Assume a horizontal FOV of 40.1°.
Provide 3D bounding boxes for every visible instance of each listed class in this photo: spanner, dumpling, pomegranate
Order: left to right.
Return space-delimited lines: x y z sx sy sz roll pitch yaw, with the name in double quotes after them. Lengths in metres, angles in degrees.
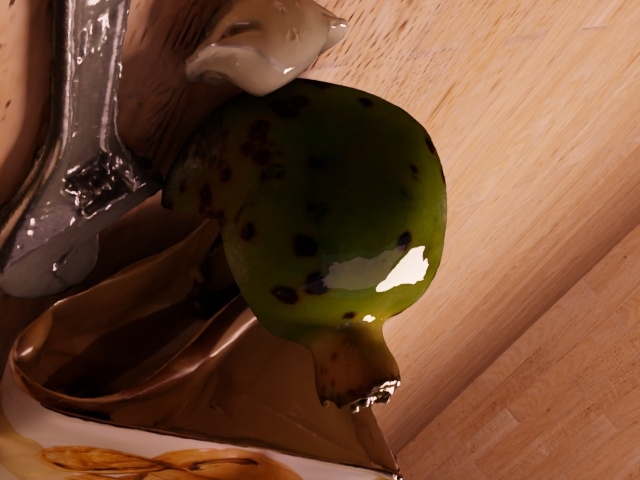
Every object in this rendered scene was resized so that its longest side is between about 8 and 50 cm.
-0.089 -0.073 0.326 0.093 0.026 0.325 -27 157 -33 "spanner"
-0.029 -0.084 0.392 0.077 0.043 0.059 -47 -174 -35 "dumpling"
0.008 -0.010 0.437 0.122 0.169 0.143 -42 152 21 "pomegranate"

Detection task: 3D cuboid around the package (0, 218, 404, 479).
-0.101 0.110 0.588 0.221 0.165 0.311 14 144 -15 "package"
